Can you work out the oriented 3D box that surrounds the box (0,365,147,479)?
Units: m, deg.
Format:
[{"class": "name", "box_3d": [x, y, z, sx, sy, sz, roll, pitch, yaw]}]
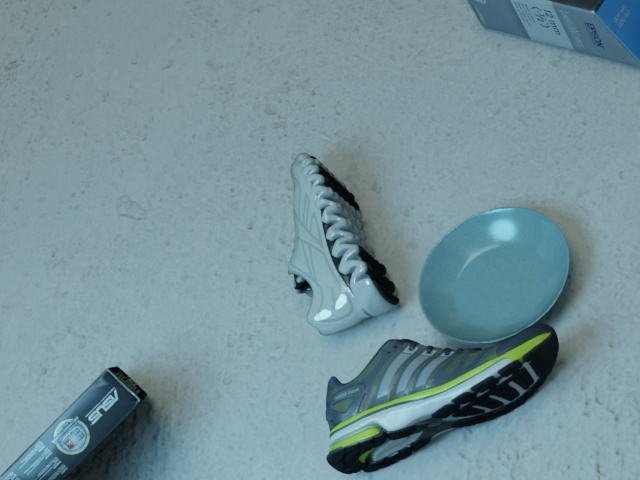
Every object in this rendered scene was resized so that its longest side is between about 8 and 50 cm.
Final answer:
[{"class": "box", "box_3d": [-0.335, 0.274, 1.764, 0.060, 0.216, 0.270, 44, 83, -1]}]

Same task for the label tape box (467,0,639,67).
[{"class": "label tape box", "box_3d": [0.393, -0.374, 1.868, 0.347, 0.115, 0.249, 22, 70, 42]}]

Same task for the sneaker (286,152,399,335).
[{"class": "sneaker", "box_3d": [0.000, 0.000, 1.836, 0.118, 0.110, 0.292, -36, 45, 16]}]

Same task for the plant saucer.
[{"class": "plant saucer", "box_3d": [0.214, 0.049, 1.708, 0.195, 0.037, 0.195, -16, 50, 20]}]

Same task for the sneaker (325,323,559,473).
[{"class": "sneaker", "box_3d": [0.129, 0.156, 1.618, 0.300, 0.111, 0.121, -25, 58, 11]}]
